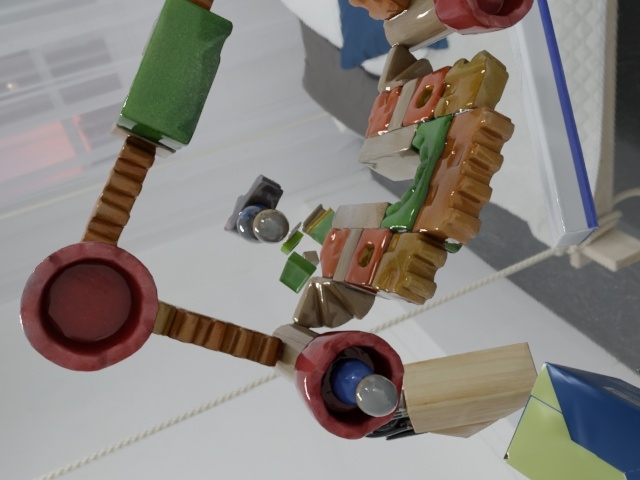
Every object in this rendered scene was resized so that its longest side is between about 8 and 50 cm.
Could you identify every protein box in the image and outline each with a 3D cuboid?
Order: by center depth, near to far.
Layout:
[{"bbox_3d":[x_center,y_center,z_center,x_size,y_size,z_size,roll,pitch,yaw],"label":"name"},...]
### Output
[{"bbox_3d":[0.373,0.256,0.714,0.200,0.201,0.135,27,97,52],"label":"protein box"}]

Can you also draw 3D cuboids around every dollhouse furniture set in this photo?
[{"bbox_3d":[0.000,0.000,0.827,0.076,0.151,0.058,37,143,5],"label":"dollhouse furniture set"}]

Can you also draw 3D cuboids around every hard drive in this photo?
[{"bbox_3d":[0.283,-0.156,0.756,0.210,0.040,0.318,15,-115,-71],"label":"hard drive"}]

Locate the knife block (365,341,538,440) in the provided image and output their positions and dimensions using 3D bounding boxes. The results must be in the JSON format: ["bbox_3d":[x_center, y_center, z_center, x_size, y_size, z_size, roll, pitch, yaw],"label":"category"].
[{"bbox_3d":[0.183,0.248,0.997,0.275,0.242,0.088,-49,35,42],"label":"knife block"}]

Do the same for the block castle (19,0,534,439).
[{"bbox_3d":[-0.013,-0.091,0.500,0.213,0.303,0.452,3,72,66],"label":"block castle"}]

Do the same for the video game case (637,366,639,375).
[{"bbox_3d":[0.632,0.301,0.888,0.274,0.035,0.248,67,157,7],"label":"video game case"}]
